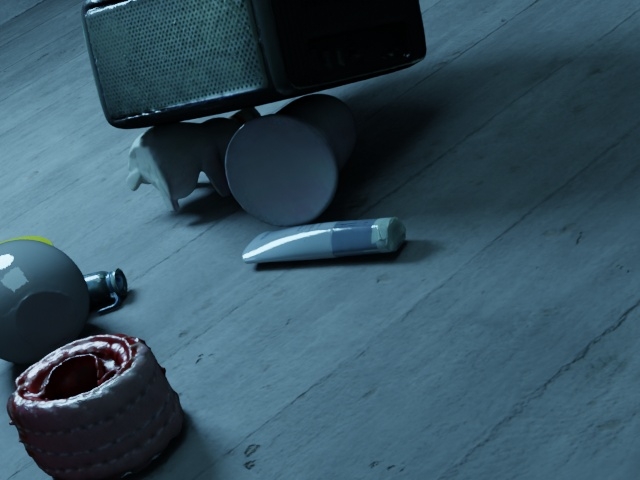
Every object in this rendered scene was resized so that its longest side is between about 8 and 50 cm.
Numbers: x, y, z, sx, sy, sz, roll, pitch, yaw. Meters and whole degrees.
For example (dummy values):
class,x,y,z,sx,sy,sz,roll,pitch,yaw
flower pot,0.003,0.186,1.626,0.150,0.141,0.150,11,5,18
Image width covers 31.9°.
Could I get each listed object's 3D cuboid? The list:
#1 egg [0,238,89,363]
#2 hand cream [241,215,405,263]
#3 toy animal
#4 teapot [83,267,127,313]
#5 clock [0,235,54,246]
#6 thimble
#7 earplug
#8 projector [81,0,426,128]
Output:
class,x,y,z,sx,sy,sz,roll,pitch,yaw
egg,-0.427,0.085,1.618,0.176,0.176,0.232,-32,20,-16
hand cream,0.000,0.000,1.585,0.255,0.048,0.079,-6,24,37
toy animal,-0.190,-0.144,1.903,0.282,0.138,0.140,-16,27,-41
teapot,-0.339,0.076,1.698,0.083,0.049,0.063,-15,29,14
clock,-0.562,0.080,1.832,0.277,0.071,0.293,10,42,46
thimble,-0.266,0.200,1.353,0.190,0.125,0.163,-10,28,24
earplug,-0.020,-0.155,1.747,0.172,0.172,0.301,-12,19,20
projector,-0.101,-0.335,1.763,0.405,0.242,0.395,-4,11,41
